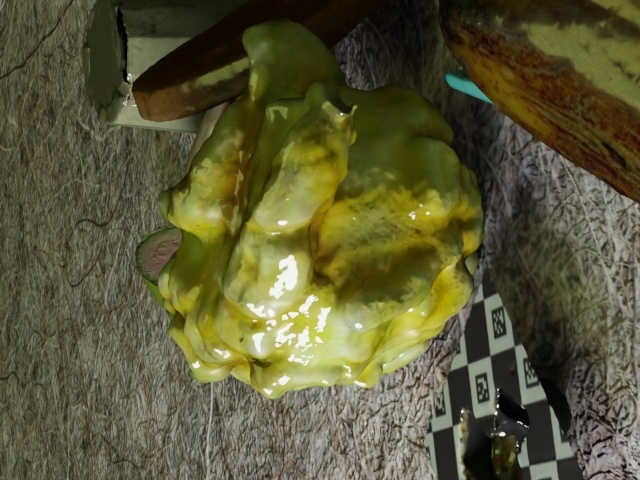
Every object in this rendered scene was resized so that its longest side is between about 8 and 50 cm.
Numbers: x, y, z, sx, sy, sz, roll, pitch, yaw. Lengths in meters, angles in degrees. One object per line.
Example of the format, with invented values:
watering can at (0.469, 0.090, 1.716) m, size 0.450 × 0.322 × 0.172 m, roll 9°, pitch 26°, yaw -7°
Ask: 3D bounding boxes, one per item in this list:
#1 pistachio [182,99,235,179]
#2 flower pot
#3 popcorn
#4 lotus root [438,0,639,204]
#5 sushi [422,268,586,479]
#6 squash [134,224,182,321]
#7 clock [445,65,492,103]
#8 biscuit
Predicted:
pistachio at (-0.063, -0.091, 1.680) m, size 0.153 × 0.138 × 0.238 m, roll -66°, pitch -3°, yaw -64°
flower pot at (-0.142, -0.196, 1.779) m, size 0.212 × 0.203 × 0.212 m, roll 7°, pitch 98°, yaw 61°
popcorn at (0.005, -0.006, 1.368) m, size 0.335 × 0.279 × 0.274 m, roll -44°, pitch 42°, yaw 39°
lotus root at (0.232, -0.102, 0.905) m, size 0.397 × 0.179 × 0.196 m, roll 34°, pitch 123°, yaw 29°
sushi at (0.164, 0.179, 1.311) m, size 0.231 × 0.047 × 0.219 m, roll -110°, pitch 26°, yaw -43°
squash at (-0.173, 0.059, 2.005) m, size 0.132 × 0.105 × 0.105 m, roll 89°, pitch 163°, yaw -50°
clock at (0.199, -0.200, 1.155) m, size 0.262 × 0.116 × 0.231 m, roll -147°, pitch 54°, yaw -62°
biscuit at (-0.052, -0.190, 1.538) m, size 0.273 × 0.257 × 0.049 m, roll -5°, pitch 120°, yaw 51°
